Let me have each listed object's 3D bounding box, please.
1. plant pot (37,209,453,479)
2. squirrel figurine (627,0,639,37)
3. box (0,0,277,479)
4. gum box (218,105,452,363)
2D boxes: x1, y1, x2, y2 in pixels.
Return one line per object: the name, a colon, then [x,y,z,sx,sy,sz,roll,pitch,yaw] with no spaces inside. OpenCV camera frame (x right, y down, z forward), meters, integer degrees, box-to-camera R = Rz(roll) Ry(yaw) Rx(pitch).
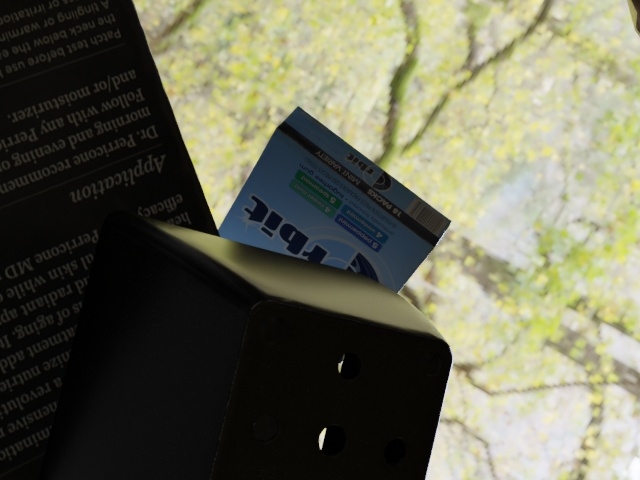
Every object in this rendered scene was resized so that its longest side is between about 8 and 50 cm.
plant pot: [-0.033,0.096,0.725,0.167,0.188,0.187,7,-98,63]
squirrel figurine: [0.353,-0.164,0.651,0.397,0.370,0.281,-60,170,-12]
box: [-0.294,0.068,1.050,0.297,0.471,0.480,-24,-169,-29]
gum box: [0.000,0.000,1.072,0.041,0.157,0.184,-50,176,-44]
